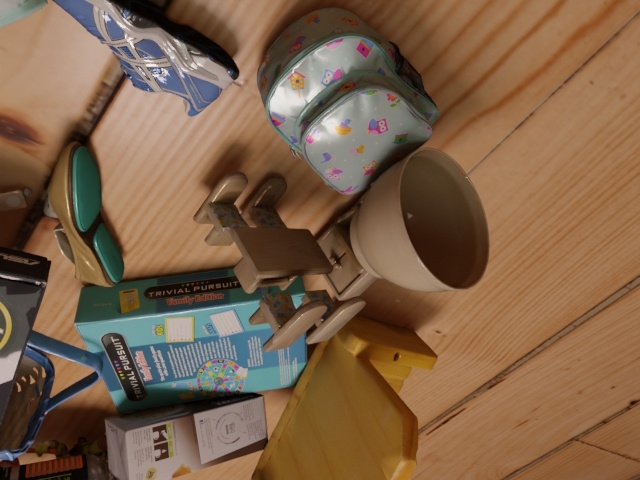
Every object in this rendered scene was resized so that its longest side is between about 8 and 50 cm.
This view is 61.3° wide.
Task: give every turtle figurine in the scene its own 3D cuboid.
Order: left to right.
[{"bbox_3d":[-0.449,0.443,1.090,0.217,0.087,0.269,-28,124,3],"label":"turtle figurine"}]

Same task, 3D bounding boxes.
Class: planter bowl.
[{"bbox_3d":[0.104,-0.011,0.625,0.162,0.162,0.109,28,147,-33],"label":"planter bowl"}]

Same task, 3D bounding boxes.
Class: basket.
[{"bbox_3d":[-0.501,0.198,0.773,0.289,0.201,0.255,-31,129,23],"label":"basket"}]

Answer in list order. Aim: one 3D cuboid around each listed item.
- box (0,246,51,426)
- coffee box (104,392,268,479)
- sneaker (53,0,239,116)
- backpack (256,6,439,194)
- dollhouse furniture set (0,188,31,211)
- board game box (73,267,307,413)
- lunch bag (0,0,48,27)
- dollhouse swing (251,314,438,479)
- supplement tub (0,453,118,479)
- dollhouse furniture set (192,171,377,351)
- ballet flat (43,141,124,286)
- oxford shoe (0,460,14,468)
[{"bbox_3d":[-0.522,0.170,0.596,0.318,0.097,0.394,18,100,-27],"label":"box"},{"bbox_3d":[-0.233,0.339,0.952,0.247,0.098,0.141,-4,176,-34],"label":"coffee box"},{"bbox_3d":[-0.191,-0.203,0.564,0.211,0.080,0.081,28,117,-31],"label":"sneaker"},{"bbox_3d":[0.025,-0.157,0.617,0.166,0.144,0.188,-35,128,24],"label":"backpack"},{"bbox_3d":[-0.399,-0.070,0.646,0.081,0.091,0.114,-15,132,-21],"label":"dollhouse furniture set"},{"bbox_3d":[-0.193,0.165,0.901,0.336,0.079,0.253,-6,134,-7],"label":"board game box"},{"bbox_3d":[-0.383,-0.259,0.417,0.262,0.160,0.223,-11,133,4],"label":"lunch bag"},{"bbox_3d":[0.089,0.346,0.881,0.315,0.305,0.346,20,99,-40],"label":"dollhouse swing"},{"bbox_3d":[-0.486,0.479,0.919,0.316,0.193,0.193,0,132,-25],"label":"supplement tub"},{"bbox_3d":[0.000,0.000,0.715,0.242,0.212,0.161,0,140,-50],"label":"dollhouse furniture set"},{"bbox_3d":[-0.319,-0.024,0.704,0.073,0.080,0.232,5,131,3],"label":"ballet flat"},{"bbox_3d":[-0.687,0.473,1.030,0.123,0.130,0.348,-13,133,-1],"label":"oxford shoe"}]
